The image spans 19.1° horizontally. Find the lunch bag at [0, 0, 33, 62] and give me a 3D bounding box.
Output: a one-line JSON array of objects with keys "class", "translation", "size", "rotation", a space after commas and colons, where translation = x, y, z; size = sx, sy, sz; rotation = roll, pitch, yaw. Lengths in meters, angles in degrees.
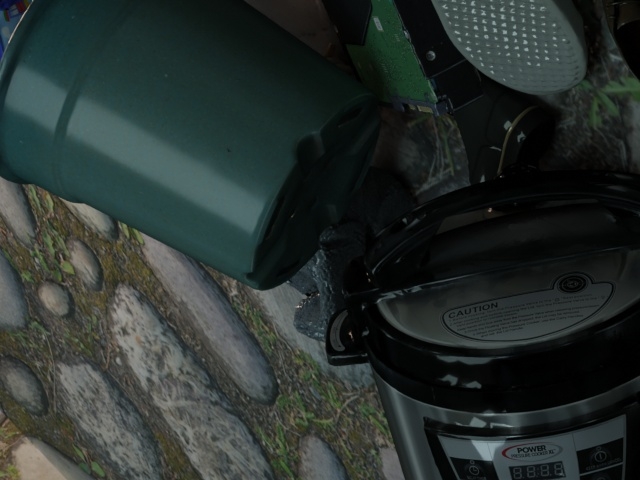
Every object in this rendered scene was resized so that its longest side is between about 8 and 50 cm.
[{"class": "lunch bag", "translation": [-0.302, -0.259, 2.381], "size": [0.138, 0.293, 0.221], "rotation": [27, 141, 39]}]

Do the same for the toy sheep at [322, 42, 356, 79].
[{"class": "toy sheep", "translation": [0.005, -0.179, 2.241], "size": [0.132, 0.091, 0.091], "rotation": [55, 153, 29]}]

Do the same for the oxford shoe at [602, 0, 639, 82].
[{"class": "oxford shoe", "translation": [0.289, -0.241, 1.744], "size": [0.083, 0.096, 0.227], "rotation": [-17, 112, 24]}]

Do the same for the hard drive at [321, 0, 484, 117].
[{"class": "hard drive", "translation": [0.047, -0.299, 2.010], "size": [0.339, 0.064, 0.237], "rotation": [66, 167, -14]}]

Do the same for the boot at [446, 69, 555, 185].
[{"class": "boot", "translation": [0.174, -0.105, 2.099], "size": [0.137, 0.077, 0.198], "rotation": [45, 136, 24]}]

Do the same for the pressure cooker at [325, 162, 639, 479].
[{"class": "pressure cooker", "translation": [0.229, 0.121, 1.942], "size": [0.375, 0.370, 0.420], "rotation": [23, 137, 49]}]

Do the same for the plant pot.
[{"class": "plant pot", "translation": [-0.135, -0.133, 2.118], "size": [0.334, 0.341, 0.341], "rotation": [31, 144, 18]}]

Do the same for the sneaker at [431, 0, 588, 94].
[{"class": "sneaker", "translation": [0.163, -0.303, 1.873], "size": [0.135, 0.150, 0.366], "rotation": [-11, 134, 37]}]

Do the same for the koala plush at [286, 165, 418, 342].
[{"class": "koala plush", "translation": [0.000, 0.000, 2.342], "size": [0.221, 0.196, 0.203], "rotation": [6, 113, 53]}]
